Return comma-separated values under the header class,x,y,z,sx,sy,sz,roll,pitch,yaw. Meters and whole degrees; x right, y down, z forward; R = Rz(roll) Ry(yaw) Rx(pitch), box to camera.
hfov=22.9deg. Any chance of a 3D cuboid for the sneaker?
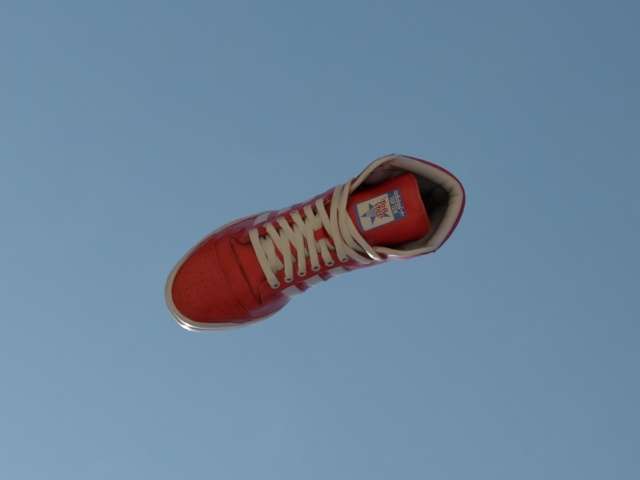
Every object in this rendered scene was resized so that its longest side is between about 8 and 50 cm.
class,x,y,z,sx,sy,sz,roll,pitch,yaw
sneaker,0.000,0.000,0.601,0.118,0.067,0.042,-22,-92,-21
